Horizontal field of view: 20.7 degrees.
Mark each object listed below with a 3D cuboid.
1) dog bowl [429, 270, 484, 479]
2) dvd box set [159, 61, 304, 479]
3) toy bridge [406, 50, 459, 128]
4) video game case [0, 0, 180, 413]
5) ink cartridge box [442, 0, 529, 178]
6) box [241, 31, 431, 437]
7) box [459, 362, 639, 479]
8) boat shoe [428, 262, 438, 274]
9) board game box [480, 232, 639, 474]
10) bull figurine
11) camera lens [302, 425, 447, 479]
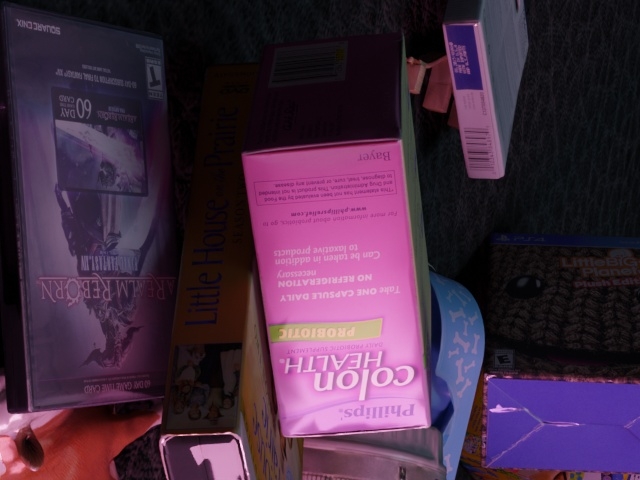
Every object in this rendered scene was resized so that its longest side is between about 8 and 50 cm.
[{"bbox_3d":[0.085,0.169,1.817,0.074,0.166,0.297,8,99,-35],"label":"dog bowl"},{"bbox_3d":[-0.059,0.101,1.405,0.420,0.062,0.308,-88,172,-49],"label":"dvd box set"},{"bbox_3d":[0.129,-0.170,1.886,0.188,0.026,0.063,25,80,-65],"label":"toy bridge"},{"bbox_3d":[-0.163,-0.021,1.243,0.196,0.026,0.274,2,81,-62],"label":"video game case"},{"bbox_3d":[0.181,-0.221,1.904,0.223,0.045,0.224,75,23,-43],"label":"ink cartridge box"},{"bbox_3d":[0.018,-0.009,1.362,0.213,0.117,0.243,-84,168,-62],"label":"box"},{"bbox_3d":[0.361,0.284,2.337,0.177,0.279,0.290,-67,155,-15],"label":"box"},{"bbox_3d":[0.136,0.079,1.997,0.078,0.070,0.219,-68,154,-13],"label":"boat shoe"},{"bbox_3d":[0.310,0.130,2.086,0.291,0.232,0.141,-80,170,-56],"label":"board game box"},{"bbox_3d":[-0.186,0.179,1.342,0.188,0.101,0.310,-27,133,-38],"label":"bull figurine"},{"bbox_3d":[0.003,0.304,1.639,0.219,0.219,0.274,38,57,-63],"label":"camera lens"}]
